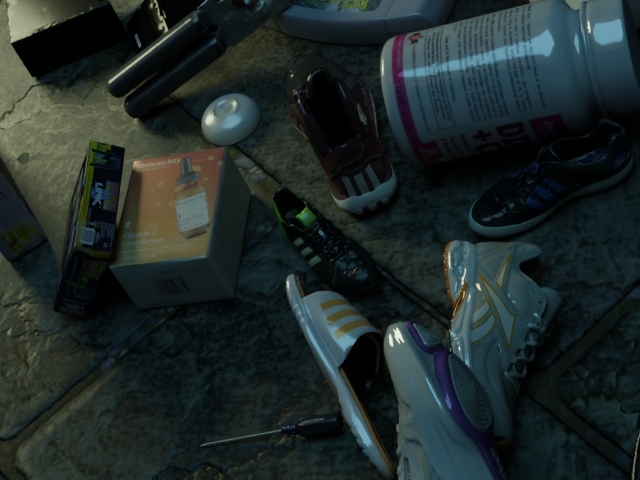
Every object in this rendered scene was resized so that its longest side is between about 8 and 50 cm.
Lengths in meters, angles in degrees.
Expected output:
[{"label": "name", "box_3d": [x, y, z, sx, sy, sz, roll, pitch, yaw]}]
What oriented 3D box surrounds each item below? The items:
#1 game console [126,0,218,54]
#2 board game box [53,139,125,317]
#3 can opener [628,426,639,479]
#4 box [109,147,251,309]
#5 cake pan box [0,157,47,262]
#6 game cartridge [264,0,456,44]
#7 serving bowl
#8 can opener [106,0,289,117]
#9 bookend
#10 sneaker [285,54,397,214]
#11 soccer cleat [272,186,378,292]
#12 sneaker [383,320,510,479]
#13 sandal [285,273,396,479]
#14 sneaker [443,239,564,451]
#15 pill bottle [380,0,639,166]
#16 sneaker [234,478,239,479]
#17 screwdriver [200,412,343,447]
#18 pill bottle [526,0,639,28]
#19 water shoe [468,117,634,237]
[{"label": "game console", "box_3d": [-0.212, -0.302, 2.041, 0.107, 0.071, 0.122, -48, 42, 23]}, {"label": "board game box", "box_3d": [-0.285, -0.014, 1.752, 0.048, 0.141, 0.170, 12, 50, -14]}, {"label": "can opener", "box_3d": [0.313, 0.244, 1.353, 0.059, 0.073, 0.186, -41, 29, 44]}, {"label": "box", "box_3d": [-0.169, -0.015, 1.734, 0.130, 0.091, 0.170, -8, 51, 18]}, {"label": "cake pan box", "box_3d": [-0.476, -0.132, 1.858, 0.070, 0.246, 0.267, -31, 46, -8]}, {"label": "game cartridge", "box_3d": [0.051, -0.354, 1.946, 0.294, 0.060, 0.196, 9, 61, 29]}, {"label": "serving bowl", "box_3d": [-0.122, -0.166, 1.880, 0.083, 0.027, 0.083, -12, 48, 14]}, {"label": "can opener", "box_3d": [-0.165, -0.281, 1.940, 0.283, 0.076, 0.095, -36, 23, 9]}, {"label": "bookend", "box_3d": [-0.379, -0.341, 2.102, 0.156, 0.072, 0.157, -22, 47, 4]}, {"label": "sneaker", "box_3d": [0.011, -0.175, 1.740, 0.106, 0.162, 0.281, -27, 48, 0]}, {"label": "soccer cleat", "box_3d": [0.000, 0.000, 1.663, 0.060, 0.072, 0.179, -40, 49, -11]}, {"label": "sneaker", "box_3d": [0.106, 0.227, 1.355, 0.152, 0.114, 0.305, -28, 71, 23]}, {"label": "sandal", "box_3d": [0.042, 0.138, 1.524, 0.076, 0.102, 0.265, -27, 56, -2]}, {"label": "sneaker", "box_3d": [0.198, 0.097, 1.489, 0.121, 0.099, 0.262, -9, 51, 11]}, {"label": "pill bottle", "box_3d": [0.226, -0.189, 1.651, 0.283, 0.160, 0.160, -12, 49, 20]}, {"label": "sneaker", "box_3d": [-0.052, 0.338, 1.393, 0.084, 0.097, 0.235, -30, 48, -1]}, {"label": "screwdriver", "box_3d": [-0.055, 0.208, 1.553, 0.169, 0.024, 0.025, -8, 80, 20]}, {"label": "pill bottle", "box_3d": [0.300, -0.364, 1.778, 0.152, 0.152, 0.272, -33, 48, -5]}, {"label": "water shoe", "box_3d": [0.254, -0.077, 1.613, 0.203, 0.080, 0.073, -26, 47, 1]}]
